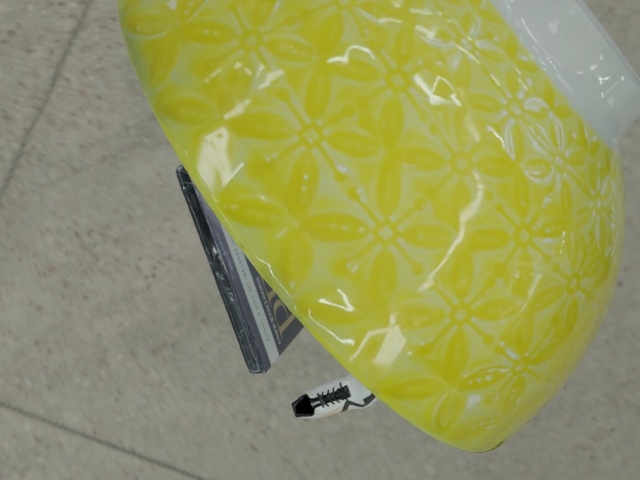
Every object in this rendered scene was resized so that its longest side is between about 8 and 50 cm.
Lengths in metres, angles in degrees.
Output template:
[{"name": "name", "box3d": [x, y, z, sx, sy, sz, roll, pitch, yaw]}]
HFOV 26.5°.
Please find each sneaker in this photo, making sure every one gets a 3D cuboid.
[{"name": "sneaker", "box3d": [0.016, 0.160, 1.376, 0.044, 0.109, 0.040, -10, 75, -50]}]

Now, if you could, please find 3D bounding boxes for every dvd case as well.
[{"name": "dvd case", "box3d": [-0.019, -0.030, 1.007, 0.221, 0.018, 0.164, -47, 127, -49]}]

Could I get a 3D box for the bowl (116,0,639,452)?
[{"name": "bowl", "box3d": [0.058, -0.064, 0.635, 0.156, 0.289, 0.289, -37, 110, 17]}]
